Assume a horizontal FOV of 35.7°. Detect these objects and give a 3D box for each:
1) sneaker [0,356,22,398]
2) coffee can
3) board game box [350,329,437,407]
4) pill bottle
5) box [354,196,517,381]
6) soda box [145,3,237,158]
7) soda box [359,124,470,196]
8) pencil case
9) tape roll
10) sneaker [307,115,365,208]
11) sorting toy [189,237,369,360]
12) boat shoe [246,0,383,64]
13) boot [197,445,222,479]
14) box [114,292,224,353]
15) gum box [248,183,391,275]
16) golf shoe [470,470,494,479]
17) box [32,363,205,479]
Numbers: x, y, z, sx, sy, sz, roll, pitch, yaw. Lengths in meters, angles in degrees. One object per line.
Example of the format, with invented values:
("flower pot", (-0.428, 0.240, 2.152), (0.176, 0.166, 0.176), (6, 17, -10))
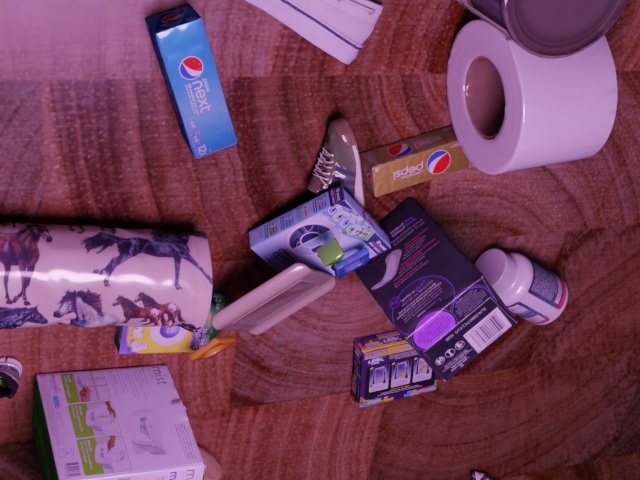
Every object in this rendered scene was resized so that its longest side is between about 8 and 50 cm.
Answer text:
("sneaker", (-0.559, 0.230, 1.578), (0.170, 0.075, 0.063), (-3, 122, -23))
("coffee can", (0.284, -0.404, 1.424), (0.202, 0.275, 0.201), (-12, 125, -18))
("board game box", (0.146, 0.242, 1.929), (0.170, 0.048, 0.141), (-9, 122, -19))
("pill bottle", (0.379, 0.084, 1.895), (0.180, 0.108, 0.108), (27, 107, -35))
("box", (0.181, 0.079, 1.695), (0.165, 0.270, 0.143), (-39, 129, 3))
("soda box", (-0.187, -0.231, 1.453), (0.071, 0.067, 0.210), (-22, 128, -11))
("soda box", (0.160, -0.136, 1.681), (0.181, 0.058, 0.061), (-18, 126, -13))
("pencil case", (-0.355, 0.066, 1.512), (0.410, 0.160, 0.183), (2, 131, -25))
("tape roll", (0.330, -0.236, 1.576), (0.169, 0.246, 0.246), (-10, 124, -19))
("sneaker", (0.019, -0.105, 1.630), (0.086, 0.064, 0.192), (-24, 131, -15))
("sorting toy", (-0.080, 0.090, 1.637), (0.348, 0.047, 0.196), (-32, 164, 8))
("boat shoe", (-0.040, -0.390, 1.376), (0.367, 0.136, 0.156), (26, 107, -38))
("boot", (-0.350, 0.460, 1.821), (0.295, 0.104, 0.211), (14, 119, -26))
("box", (-0.251, 0.140, 1.683), (0.179, 0.043, 0.105), (-1, 121, -26))
("gum box", (0.000, 0.000, 1.661), (0.184, 0.041, 0.157), (-27, 136, 19))
("golf shoe", (0.320, 0.592, 2.237), (0.086, 0.067, 0.186), (34, 107, -7))
("box", (-0.337, 0.333, 1.630), (0.231, 0.262, 0.126), (-2, 122, -25))
